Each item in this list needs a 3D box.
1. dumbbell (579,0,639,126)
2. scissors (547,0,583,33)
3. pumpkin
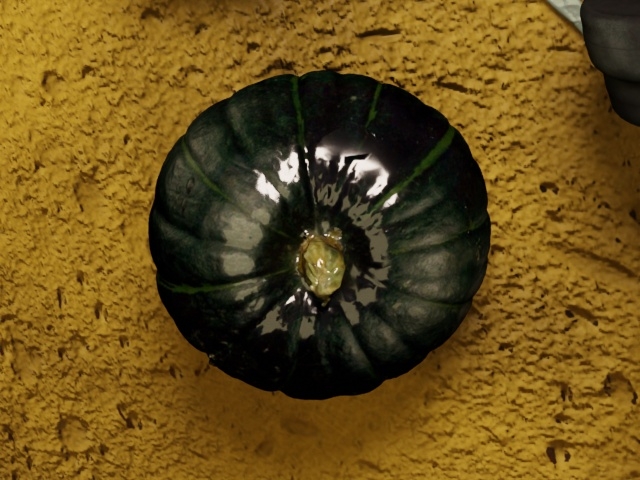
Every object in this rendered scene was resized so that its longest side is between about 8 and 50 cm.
[{"bbox_3d":[0.282,-0.037,0.812,0.185,0.185,0.388,-7,113,24],"label":"dumbbell"},{"bbox_3d":[0.123,-0.212,0.882,0.247,0.017,0.144,29,121,3],"label":"scissors"},{"bbox_3d":[0.000,0.000,0.923,0.250,0.216,0.250,-1,103,-4],"label":"pumpkin"}]
